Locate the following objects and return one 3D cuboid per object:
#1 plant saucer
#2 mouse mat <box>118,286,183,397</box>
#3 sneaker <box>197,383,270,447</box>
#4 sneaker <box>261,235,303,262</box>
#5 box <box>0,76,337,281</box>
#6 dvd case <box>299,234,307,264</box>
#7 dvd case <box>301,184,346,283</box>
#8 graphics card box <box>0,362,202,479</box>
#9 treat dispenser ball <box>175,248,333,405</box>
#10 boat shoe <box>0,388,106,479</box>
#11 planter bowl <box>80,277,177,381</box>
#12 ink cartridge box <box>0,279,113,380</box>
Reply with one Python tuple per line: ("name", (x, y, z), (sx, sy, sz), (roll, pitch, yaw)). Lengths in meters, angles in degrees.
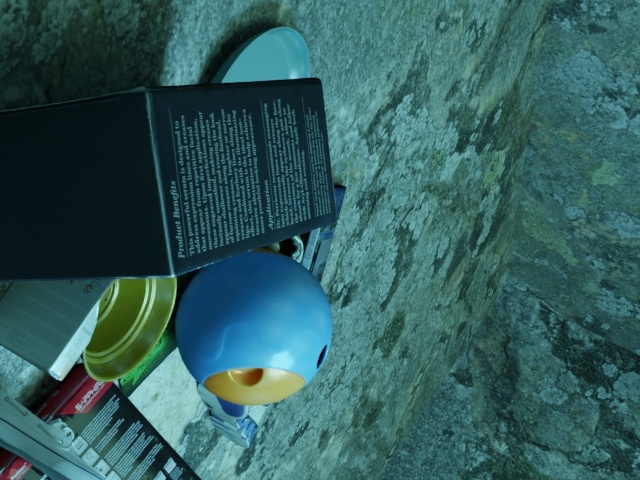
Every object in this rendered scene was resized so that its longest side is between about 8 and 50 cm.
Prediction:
("plant saucer", (-0.123, -0.224, 1.708), (0.317, 0.044, 0.317), (-47, 153, -35))
("mouse mat", (-0.308, 0.189, 1.807), (0.189, 0.007, 0.152), (-46, 153, -34))
("sneaker", (-0.161, 0.310, 2.140), (0.182, 0.127, 0.315), (-56, 164, -27))
("sneaker", (-0.084, 0.017, 1.967), (0.110, 0.118, 0.292), (-63, 159, -6))
("box", (-0.202, -0.088, 1.275), (0.395, 0.294, 0.212), (-19, 104, -59))
("dvd case", (-0.077, 0.114, 2.207), (0.179, 0.030, 0.238), (-54, 155, -23))
("dvd case", (0.000, 0.000, 2.168), (0.180, 0.022, 0.253), (-17, 122, -78))
("graphics card box", (-0.342, 0.408, 1.609), (0.371, 0.094, 0.233), (53, 58, -23))
("treat dispenser ball", (-0.122, 0.158, 1.806), (0.288, 0.288, 0.288), (-48, 153, -34))
("boat shoe", (-0.400, 0.296, 1.450), (0.076, 0.226, 0.083), (-60, -171, -29))
("planter bowl", (-0.329, 0.107, 1.552), (0.217, 0.090, 0.217), (-47, 150, -38))
("ink cartridge box", (-0.368, 0.087, 1.375), (0.179, 0.145, 0.045), (-55, 151, -20))
